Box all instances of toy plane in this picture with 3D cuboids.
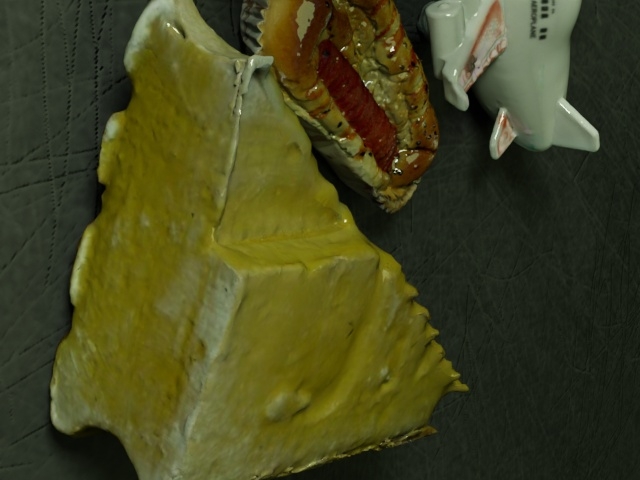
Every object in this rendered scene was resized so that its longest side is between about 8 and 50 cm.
[{"bbox_3d":[0.176,-0.188,1.019,0.252,0.118,0.252,-18,114,-46],"label":"toy plane"}]

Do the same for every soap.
[{"bbox_3d":[0.000,0.000,0.837,0.339,0.169,0.304,-4,117,-50],"label":"soap"}]

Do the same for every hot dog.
[{"bbox_3d":[0.024,-0.119,0.897,0.131,0.069,0.252,-59,141,-18],"label":"hot dog"}]
